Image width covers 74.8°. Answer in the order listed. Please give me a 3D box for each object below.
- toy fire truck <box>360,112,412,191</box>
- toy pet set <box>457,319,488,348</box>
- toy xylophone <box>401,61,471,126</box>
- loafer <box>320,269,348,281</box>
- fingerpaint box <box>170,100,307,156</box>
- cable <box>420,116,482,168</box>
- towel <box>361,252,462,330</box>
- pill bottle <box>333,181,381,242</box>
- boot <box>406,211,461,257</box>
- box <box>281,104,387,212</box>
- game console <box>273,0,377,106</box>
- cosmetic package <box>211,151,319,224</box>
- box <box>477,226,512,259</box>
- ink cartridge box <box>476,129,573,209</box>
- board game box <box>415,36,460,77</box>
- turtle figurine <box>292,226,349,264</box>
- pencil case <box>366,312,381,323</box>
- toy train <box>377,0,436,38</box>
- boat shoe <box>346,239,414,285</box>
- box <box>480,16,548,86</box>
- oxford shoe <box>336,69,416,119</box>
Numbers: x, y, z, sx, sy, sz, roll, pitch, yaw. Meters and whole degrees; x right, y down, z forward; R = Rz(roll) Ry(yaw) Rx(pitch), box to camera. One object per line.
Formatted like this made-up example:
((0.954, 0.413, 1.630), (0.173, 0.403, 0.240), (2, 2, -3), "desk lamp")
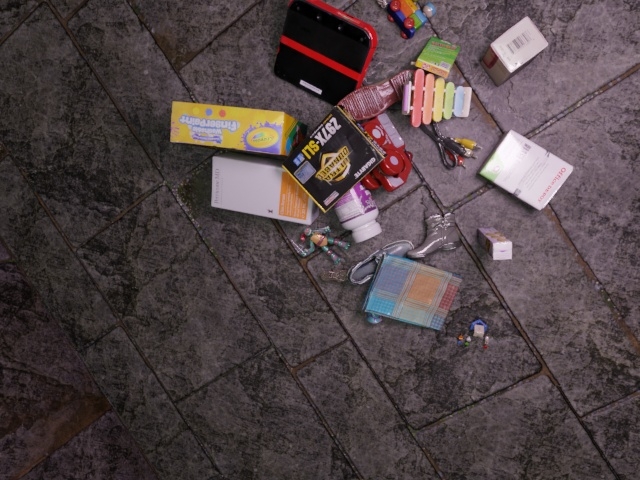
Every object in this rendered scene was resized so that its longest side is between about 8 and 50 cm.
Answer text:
((0.260, -0.356, 1.684), (0.302, 0.254, 0.169), (57, 146, 1), "toy fire truck")
((0.663, 0.397, 1.801), (0.122, 0.065, 0.114), (8, 134, 13), "toy pet set")
((0.436, -0.571, 1.614), (0.323, 0.081, 0.236), (-14, 109, -23), "toy xylophone")
((0.074, 0.157, 1.882), (0.148, 0.050, 0.056), (5, 90, -5), "loafer")
((-0.313, -0.443, 1.711), (0.445, 0.371, 0.163), (9, 100, 11), "fingerpaint box")
((0.510, -0.404, 1.723), (0.287, 0.072, 0.139), (42, 121, 16), "cable")
((0.391, 0.223, 1.776), (0.371, 0.040, 0.271), (17, 103, -9), "towel")
((0.142, -0.149, 1.761), (0.169, 0.169, 0.301), (-24, 93, 14), "pill bottle")
((0.460, -0.023, 1.758), (0.247, 0.083, 0.161), (-16, 91, -2), "boot")
((0.047, -0.302, 1.572), (0.257, 0.079, 0.322), (49, 119, -1), "box")
((0.010, -0.757, 1.699), (0.387, 0.060, 0.342), (30, 133, 7), "game console")
((-0.229, -0.231, 1.812), (0.454, 0.161, 0.229), (10, 111, 10), "cosmetic package")
((0.659, 0.006, 1.597), (0.067, 0.324, 0.063), (-2, 101, 13), "box")
((0.791, -0.273, 1.637), (0.273, 0.115, 0.198), (34, 104, 5), "ink cartridge box")
((0.454, -0.707, 1.602), (0.124, 0.259, 0.039), (25, 141, 7), "board game box")
((0.000, 0.000, 1.840), (0.234, 0.118, 0.175), (29, 118, -9), "turtle figurine")
((0.250, 0.289, 1.855), (0.070, 0.064, 0.151), (13, 101, 26), "pencil case")
((0.329, -0.940, 1.650), (0.143, 0.105, 0.248), (-38, 89, 4), "toy train")
((0.260, 0.101, 1.800), (0.320, 0.099, 0.116), (-28, 89, 7), "boat shoe")
((0.701, -0.683, 1.536), (0.149, 0.232, 0.126), (-36, 89, 14), "box")
((0.230, -0.582, 1.705), (0.349, 0.130, 0.122), (-19, 109, 8), "oxford shoe")
